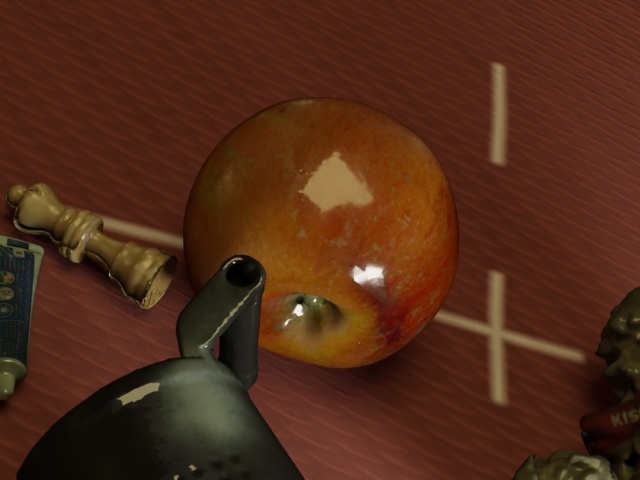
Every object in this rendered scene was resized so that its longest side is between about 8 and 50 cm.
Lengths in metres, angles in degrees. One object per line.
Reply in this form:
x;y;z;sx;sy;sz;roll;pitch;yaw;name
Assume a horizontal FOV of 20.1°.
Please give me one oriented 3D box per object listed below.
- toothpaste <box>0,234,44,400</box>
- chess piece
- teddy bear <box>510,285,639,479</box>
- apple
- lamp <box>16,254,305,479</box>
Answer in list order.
-0.274;0.065;1.588;0.057;0.035;0.197;17;39;-20;toothpaste
-0.218;-0.001;1.668;0.172;0.060;0.060;29;42;11;chess piece
0.376;0.152;1.543;0.224;0.367;0.357;49;45;-7;teddy bear
0.000;0.000;1.638;0.253;0.253;0.253;12;43;-12;apple
-0.086;0.232;1.366;0.272;0.205;0.374;36;57;20;lamp
